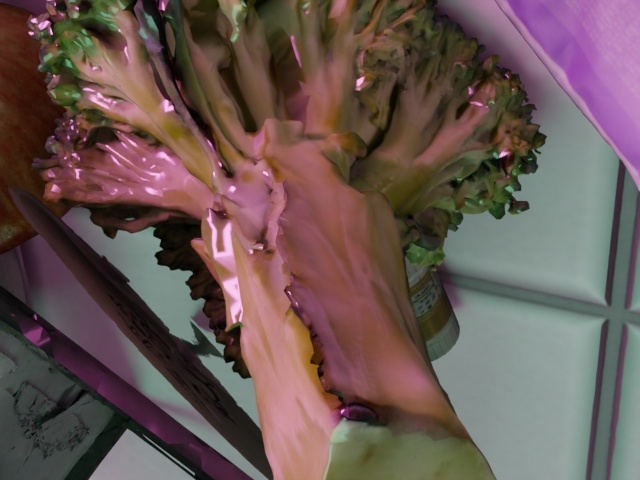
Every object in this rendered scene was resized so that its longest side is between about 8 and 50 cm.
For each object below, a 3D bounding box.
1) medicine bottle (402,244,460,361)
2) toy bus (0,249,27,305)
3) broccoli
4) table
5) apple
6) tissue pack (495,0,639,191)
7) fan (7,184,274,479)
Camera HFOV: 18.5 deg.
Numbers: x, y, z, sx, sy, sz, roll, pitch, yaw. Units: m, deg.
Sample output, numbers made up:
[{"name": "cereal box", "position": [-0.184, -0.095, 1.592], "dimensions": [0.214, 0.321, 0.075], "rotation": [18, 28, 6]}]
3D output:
[{"name": "medicine bottle", "position": [0.049, 0.030, 1.158], "dimensions": [0.047, 0.047, 0.083], "rotation": [-1, 135, 27]}, {"name": "toy bus", "position": [-0.275, 0.038, 1.177], "dimensions": [0.106, 0.268, 0.092], "rotation": [-14, 85, 21]}, {"name": "broccoli", "position": [0.011, 0.013, 0.938], "dimensions": [0.221, 0.361, 0.252], "rotation": [-40, 143, 14]}, {"name": "table", "position": [-0.129, 0.212, 1.159], "dimensions": [0.272, 0.222, 0.335], "rotation": [36, 172, 20]}, {"name": "apple", "position": [-0.195, -0.063, 1.099], "dimensions": [0.146, 0.146, 0.131], "rotation": [-4, 131, 29]}, {"name": "tissue pack", "position": [0.184, -0.198, 0.700], "dimensions": [0.242, 0.160, 0.338], "rotation": [58, 143, 16]}, {"name": "fan", "position": [-0.076, 0.064, 1.078], "dimensions": [0.233, 0.012, 0.414], "rotation": [49, 179, 4]}]
